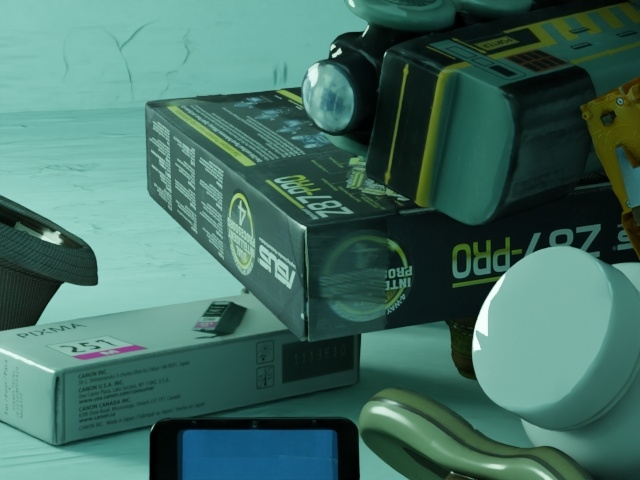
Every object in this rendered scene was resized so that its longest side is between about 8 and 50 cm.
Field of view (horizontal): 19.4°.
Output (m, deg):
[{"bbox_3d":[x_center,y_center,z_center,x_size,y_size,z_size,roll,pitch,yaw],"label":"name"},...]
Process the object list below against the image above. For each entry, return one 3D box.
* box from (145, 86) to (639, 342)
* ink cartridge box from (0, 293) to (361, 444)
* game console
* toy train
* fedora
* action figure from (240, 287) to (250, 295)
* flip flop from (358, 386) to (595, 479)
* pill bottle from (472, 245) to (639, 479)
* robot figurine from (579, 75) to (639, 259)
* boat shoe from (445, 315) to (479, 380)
[{"bbox_3d":[0.067,-0.044,1.450,0.318,0.097,0.395,-6,18,-21],"label":"box"},{"bbox_3d":[-0.147,0.081,1.432,0.275,0.060,0.239,-8,15,-38],"label":"ink cartridge box"},{"bbox_3d":[-0.036,0.147,1.045,0.122,0.071,0.107,-1,10,-3],"label":"game console"},{"bbox_3d":[0.144,-0.109,1.306,0.190,0.142,0.334,31,32,35],"label":"toy train"},{"bbox_3d":[-0.323,0.007,1.515,0.275,0.124,0.244,26,3,-16],"label":"fedora"},{"bbox_3d":[0.000,0.000,1.685,0.276,0.141,0.164,38,21,29],"label":"action figure"},{"bbox_3d":[0.093,0.153,0.979,0.080,0.112,0.277,-45,32,-14],"label":"flip flop"},{"bbox_3d":[0.185,0.086,1.016,0.221,0.124,0.124,27,-9,-40],"label":"pill bottle"},{"bbox_3d":[0.287,0.014,1.216,0.211,0.291,0.085,-29,2,-43],"label":"robot figurine"},{"bbox_3d":[0.246,0.049,1.477,0.307,0.104,0.111,-3,17,-8],"label":"boat shoe"}]
